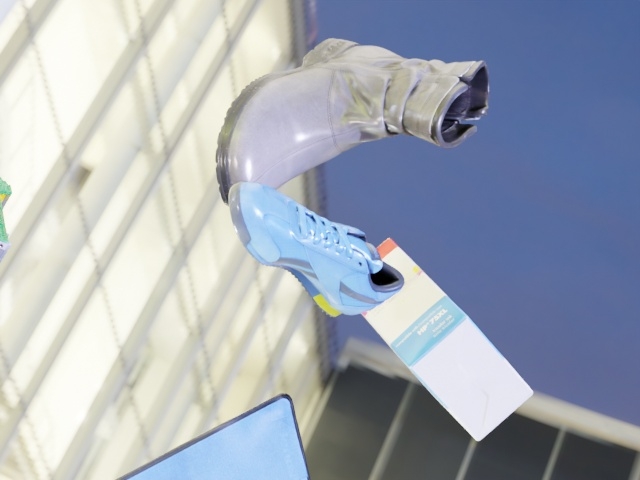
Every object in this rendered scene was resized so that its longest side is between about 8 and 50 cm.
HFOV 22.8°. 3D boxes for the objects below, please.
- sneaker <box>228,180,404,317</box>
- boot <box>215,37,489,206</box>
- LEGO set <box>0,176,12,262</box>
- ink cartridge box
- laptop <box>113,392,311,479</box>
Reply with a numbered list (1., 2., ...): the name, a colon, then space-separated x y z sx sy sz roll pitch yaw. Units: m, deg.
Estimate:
1. sneaker: 0.000 0.000 1.384 0.082 0.069 0.209 -17 -35 27
2. boot: 0.045 -0.138 1.810 0.222 0.338 0.118 11 -50 29
3. LEGO set: -0.499 -0.006 1.737 0.331 0.192 0.255 24 16 -33
4. ink cartridge box: 0.105 0.088 1.621 0.134 0.078 0.231 48 1 -34
5. laptop: -0.068 0.358 0.969 0.236 0.408 0.382 -14 -75 -5
